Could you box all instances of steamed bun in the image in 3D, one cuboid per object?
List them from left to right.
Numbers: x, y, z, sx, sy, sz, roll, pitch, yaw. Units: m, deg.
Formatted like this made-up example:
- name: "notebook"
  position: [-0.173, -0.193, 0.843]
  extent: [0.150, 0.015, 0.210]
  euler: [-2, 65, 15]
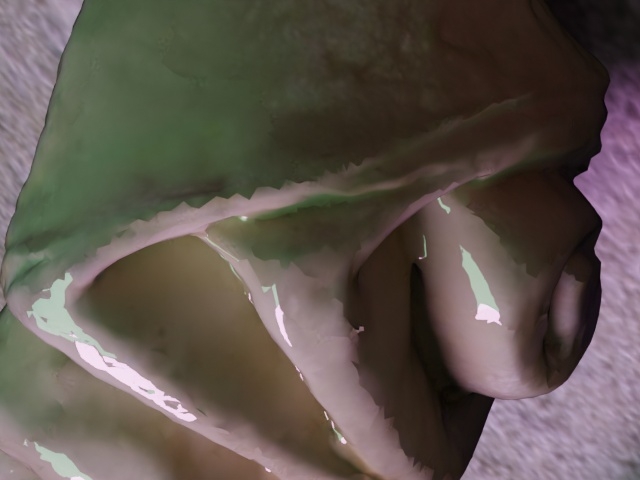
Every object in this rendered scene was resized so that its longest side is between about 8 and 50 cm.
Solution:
- name: "steamed bun"
  position: [0.000, 0.000, 0.862]
  extent: [0.247, 0.352, 0.339]
  euler: [16, 160, -2]
